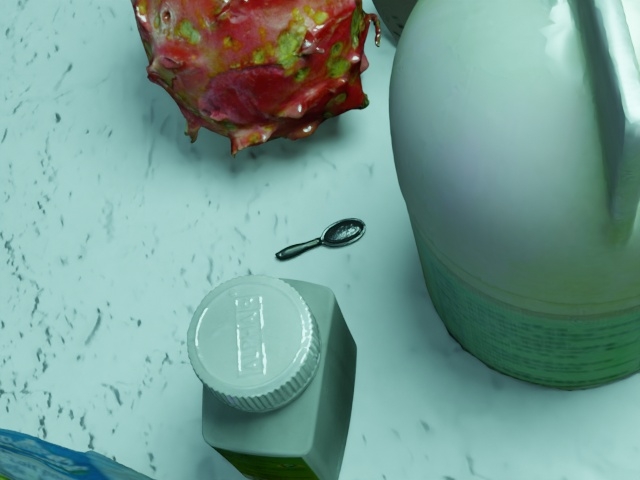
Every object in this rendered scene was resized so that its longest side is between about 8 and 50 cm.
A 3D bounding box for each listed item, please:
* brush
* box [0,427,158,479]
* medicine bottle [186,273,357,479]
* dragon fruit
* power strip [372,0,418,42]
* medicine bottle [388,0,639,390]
[{"bbox_3d":[0.000,0.000,0.908,0.083,0.008,0.024,-20,67,1],"label":"brush"},{"bbox_3d":[-0.203,0.257,0.701,0.291,0.262,0.206,12,82,60],"label":"box"},{"bbox_3d":[-0.031,0.100,0.768,0.088,0.188,0.132,5,66,13],"label":"medicine bottle"},{"bbox_3d":[-0.063,-0.202,0.872,0.205,0.268,0.210,-17,50,1],"label":"dragon fruit"},{"bbox_3d":[0.112,-0.209,0.900,0.078,0.154,0.154,-41,65,-9],"label":"power strip"},{"bbox_3d":[0.166,-0.067,0.685,0.235,0.406,0.236,-4,65,10],"label":"medicine bottle"}]
